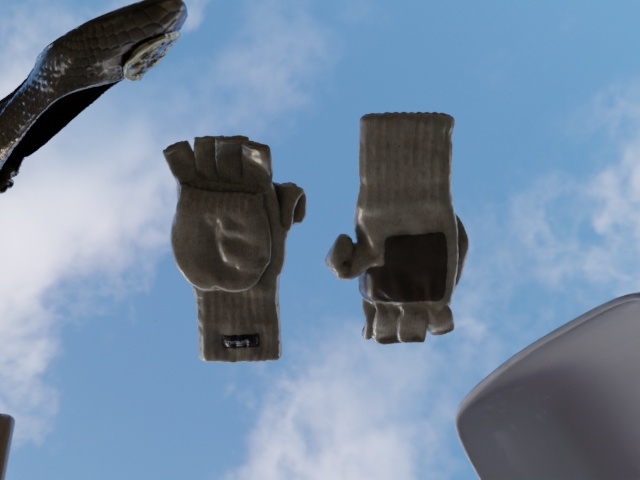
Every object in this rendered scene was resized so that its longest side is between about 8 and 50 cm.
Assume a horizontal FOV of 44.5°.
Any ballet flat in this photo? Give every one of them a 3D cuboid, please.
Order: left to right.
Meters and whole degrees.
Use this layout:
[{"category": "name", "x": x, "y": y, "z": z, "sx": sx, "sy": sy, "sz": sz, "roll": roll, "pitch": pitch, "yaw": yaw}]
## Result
[{"category": "ballet flat", "x": -0.182, "y": -0.093, "z": 0.545, "sx": 0.250, "sy": 0.084, "sz": 0.058, "roll": -24, "pitch": -87, "yaw": 28}]

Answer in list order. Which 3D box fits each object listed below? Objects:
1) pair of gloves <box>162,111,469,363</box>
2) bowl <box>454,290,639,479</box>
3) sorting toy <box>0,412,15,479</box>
[{"category": "pair of gloves", "x": 0.000, "y": 0.000, "z": 0.642, "sx": 0.240, "sy": 0.042, "sz": 0.204, "roll": -8, "pitch": -66, "yaw": 5}, {"category": "bowl", "x": 0.143, "y": 0.099, "z": 0.338, "sx": 0.053, "sy": 0.142, "sz": 0.142, "roll": -17, "pitch": -112, "yaw": -43}, {"category": "sorting toy", "x": -0.290, "y": 0.116, "z": 0.468, "sx": 0.208, "sy": 0.193, "sz": 0.038, "roll": 38, "pitch": -85, "yaw": -24}]
